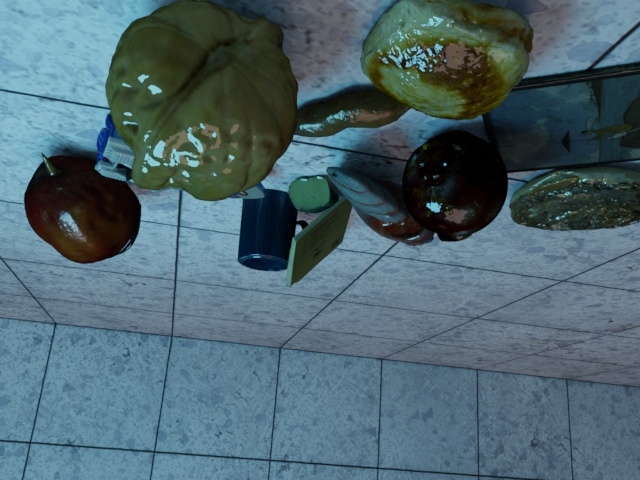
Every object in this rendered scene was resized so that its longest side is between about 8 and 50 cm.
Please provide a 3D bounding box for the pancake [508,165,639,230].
[{"bbox_3d":[0.485,-0.066,1.127,0.282,0.049,0.282,5,161,2],"label":"pancake"}]

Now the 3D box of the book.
[{"bbox_3d":[0.000,0.000,1.230,0.013,0.168,0.192,42,153,16],"label":"book"}]

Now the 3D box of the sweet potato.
[{"bbox_3d":[0.026,-0.180,0.898,0.218,0.051,0.065,-5,161,25],"label":"sweet potato"}]

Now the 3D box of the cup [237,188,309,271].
[{"bbox_3d":[-0.088,-0.016,1.254,0.150,0.138,0.113,4,161,1],"label":"cup"}]

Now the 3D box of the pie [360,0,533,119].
[{"bbox_3d":[0.146,-0.211,0.737,0.179,0.084,0.205,12,162,-22],"label":"pie"}]

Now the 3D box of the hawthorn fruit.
[{"bbox_3d":[-0.437,-0.066,1.138,0.190,0.189,0.251,1,153,10],"label":"hawthorn fruit"}]

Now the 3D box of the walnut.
[{"bbox_3d":[-0.142,-0.161,0.759,0.224,0.257,0.257,41,153,-5],"label":"walnut"}]

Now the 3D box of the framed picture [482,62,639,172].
[{"bbox_3d":[0.414,-0.171,0.899,0.347,0.016,0.265,-3,160,21],"label":"framed picture"}]

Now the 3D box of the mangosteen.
[{"bbox_3d":[0.212,-0.076,0.969,0.172,0.172,0.184,-5,137,24],"label":"mangosteen"}]

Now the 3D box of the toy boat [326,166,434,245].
[{"bbox_3d":[0.075,-0.076,1.044,0.206,0.096,0.282,36,-172,31],"label":"toy boat"}]

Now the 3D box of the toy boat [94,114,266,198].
[{"bbox_3d":[-0.227,-0.118,1.068,0.295,0.088,0.129,15,158,-26],"label":"toy boat"}]

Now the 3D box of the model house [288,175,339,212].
[{"bbox_3d":[-0.011,-0.084,1.186,0.079,0.066,0.083,-13,175,14],"label":"model house"}]
